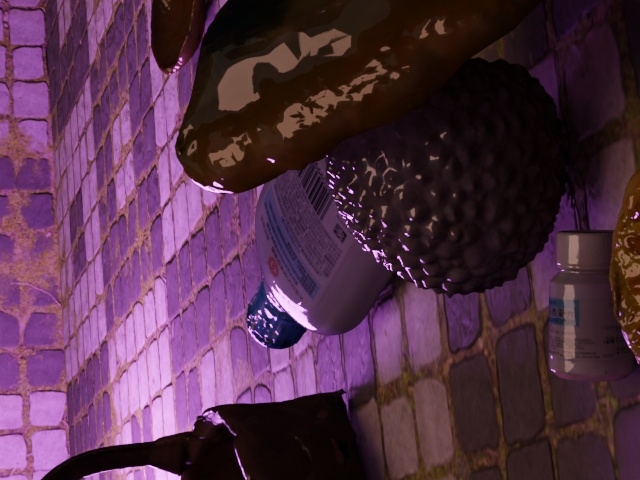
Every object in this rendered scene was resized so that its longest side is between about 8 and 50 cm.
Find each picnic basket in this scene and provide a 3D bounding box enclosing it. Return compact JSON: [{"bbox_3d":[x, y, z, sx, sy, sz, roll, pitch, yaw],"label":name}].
[{"bbox_3d":[-0.126,0.305,1.421,0.337,0.337,0.293,107,155,-44],"label":"picnic basket"}]

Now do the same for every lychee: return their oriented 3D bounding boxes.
[{"bbox_3d":[0.081,-0.061,1.008,0.165,0.165,0.197,176,90,-72],"label":"lychee"}]

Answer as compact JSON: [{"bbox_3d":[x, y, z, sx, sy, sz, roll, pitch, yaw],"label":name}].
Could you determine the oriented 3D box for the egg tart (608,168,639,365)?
[{"bbox_3d":[0.199,0.011,0.824,0.130,0.052,0.130,178,90,-73],"label":"egg tart"}]

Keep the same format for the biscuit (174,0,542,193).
[{"bbox_3d":[0.046,-0.179,0.990,0.329,0.078,0.335,-30,26,21],"label":"biscuit"}]

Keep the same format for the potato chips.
[{"bbox_3d":[-0.181,-0.296,1.985,0.202,0.049,0.150,-122,39,-60],"label":"potato chips"}]

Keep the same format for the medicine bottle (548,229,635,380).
[{"bbox_3d":[0.165,0.039,0.931,0.052,0.052,0.089,-172,82,-72],"label":"medicine bottle"}]

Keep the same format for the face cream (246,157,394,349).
[{"bbox_3d":[0.000,0.000,1.370,0.163,0.080,0.337,63,153,21],"label":"face cream"}]
